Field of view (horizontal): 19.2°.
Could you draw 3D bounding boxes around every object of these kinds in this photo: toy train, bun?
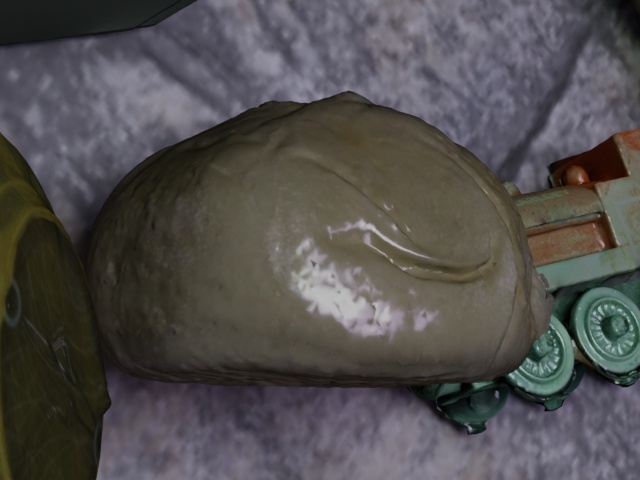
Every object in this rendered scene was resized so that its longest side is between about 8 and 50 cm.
[{"bbox_3d":[0.105,0.015,0.859,0.176,0.074,0.118,-11,76,-31],"label":"toy train"},{"bbox_3d":[0.000,0.000,0.730,0.173,0.166,0.113,3,86,-49],"label":"bun"}]

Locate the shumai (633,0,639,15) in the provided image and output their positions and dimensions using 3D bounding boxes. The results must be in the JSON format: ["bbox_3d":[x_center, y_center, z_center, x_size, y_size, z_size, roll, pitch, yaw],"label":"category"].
[{"bbox_3d":[0.280,-0.058,0.965,0.346,0.217,0.283,17,99,-20],"label":"shumai"}]

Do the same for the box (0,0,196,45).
[{"bbox_3d":[-0.159,-0.188,0.692,0.225,0.117,0.225,-12,86,-34],"label":"box"}]

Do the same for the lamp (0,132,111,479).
[{"bbox_3d":[-0.208,0.049,0.545,0.284,0.250,0.250,-3,78,8],"label":"lamp"}]
